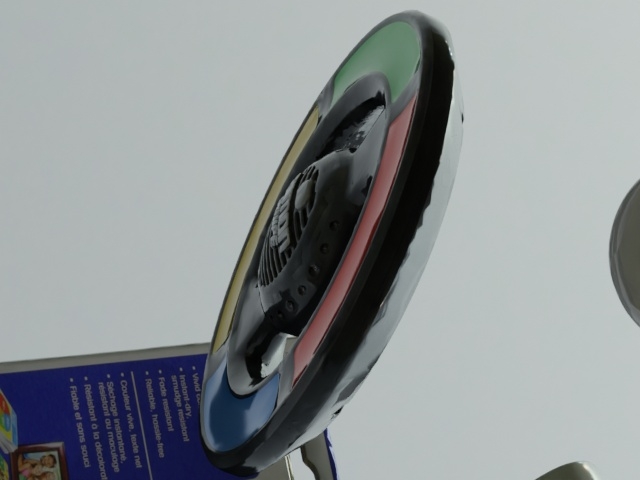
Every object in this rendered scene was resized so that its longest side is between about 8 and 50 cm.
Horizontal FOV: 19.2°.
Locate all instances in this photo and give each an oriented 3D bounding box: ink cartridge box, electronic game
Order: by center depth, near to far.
[{"bbox_3d":[0.000,0.000,0.869,0.048,0.229,0.229,24,-134,-14],"label":"electronic game"},{"bbox_3d":[-0.124,0.150,1.003,0.371,0.069,0.176,-3,-102,-49],"label":"ink cartridge box"}]

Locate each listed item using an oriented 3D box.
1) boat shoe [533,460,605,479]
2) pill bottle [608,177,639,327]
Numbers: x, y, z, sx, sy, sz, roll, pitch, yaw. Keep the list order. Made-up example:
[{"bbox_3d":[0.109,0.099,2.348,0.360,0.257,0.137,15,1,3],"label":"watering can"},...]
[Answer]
[{"bbox_3d":[0.180,0.227,1.195,0.091,0.114,0.302,59,-169,28],"label":"boat shoe"},{"bbox_3d":[0.185,0.000,0.814,0.086,0.086,0.152,46,-158,14],"label":"pill bottle"}]
